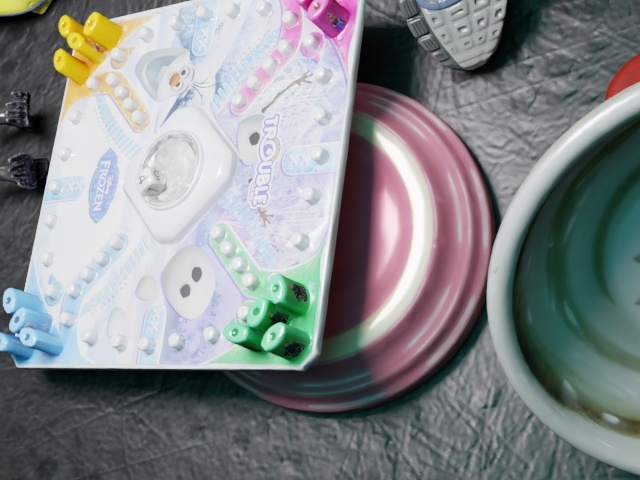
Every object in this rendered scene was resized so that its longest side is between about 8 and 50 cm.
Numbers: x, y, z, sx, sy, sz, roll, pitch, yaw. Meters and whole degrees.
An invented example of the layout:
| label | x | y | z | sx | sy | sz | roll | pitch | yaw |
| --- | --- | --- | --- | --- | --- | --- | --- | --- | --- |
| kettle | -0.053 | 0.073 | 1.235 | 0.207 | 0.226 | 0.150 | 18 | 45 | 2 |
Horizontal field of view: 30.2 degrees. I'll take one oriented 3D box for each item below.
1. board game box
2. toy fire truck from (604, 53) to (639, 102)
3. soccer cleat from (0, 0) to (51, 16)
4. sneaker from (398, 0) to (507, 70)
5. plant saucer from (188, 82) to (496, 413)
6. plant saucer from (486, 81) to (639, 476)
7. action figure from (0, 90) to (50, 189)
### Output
| label | x | y | z | sx | sy | sz | roll | pitch | yaw |
| --- | --- | --- | --- | --- | --- | --- | --- | --- | --- |
| board game box | -0.147 | -0.070 | 1.155 | 0.389 | 0.050 | 0.390 | -4 | 70 | 36 |
| toy fire truck | 0.346 | -0.160 | 1.033 | 0.217 | 0.158 | 0.246 | -17 | 62 | 16 |
| soccer cleat | -0.313 | -0.318 | 1.319 | 0.289 | 0.121 | 0.093 | -19 | 38 | 19 |
| sneaker | 0.118 | -0.312 | 1.160 | 0.111 | 0.129 | 0.297 | -14 | 93 | 15 |
| plant saucer | 0.000 | 0.000 | 1.150 | 0.332 | 0.084 | 0.332 | -4 | 79 | 20 |
| plant saucer | 0.332 | 0.019 | 0.943 | 0.400 | 0.101 | 0.401 | 2 | 123 | 4 |
| action figure | -0.447 | -0.097 | 1.301 | 0.275 | 0.141 | 0.164 | -9 | 78 | 15 |
